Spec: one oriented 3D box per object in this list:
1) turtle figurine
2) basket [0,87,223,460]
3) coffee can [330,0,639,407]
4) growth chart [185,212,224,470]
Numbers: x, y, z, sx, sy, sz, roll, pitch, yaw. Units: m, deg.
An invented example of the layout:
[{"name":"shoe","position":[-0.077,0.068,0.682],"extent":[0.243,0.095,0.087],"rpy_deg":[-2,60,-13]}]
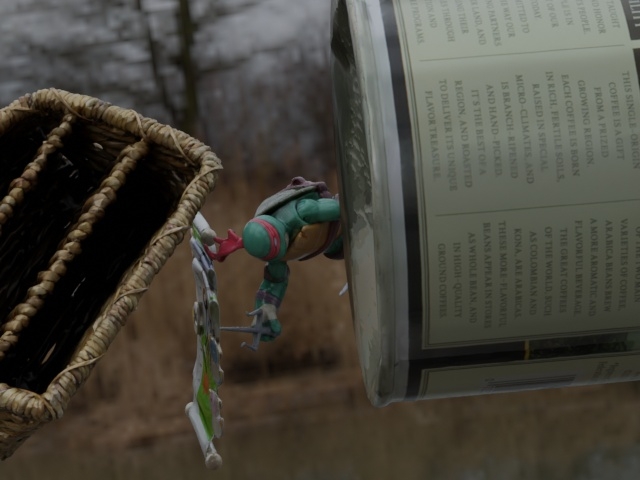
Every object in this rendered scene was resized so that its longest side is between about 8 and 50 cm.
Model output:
[{"name":"turtle figurine","position":[0.000,0.000,1.686],"extent":[0.175,0.118,0.234],"rpy_deg":[-35,-8,36]},{"name":"basket","position":[-0.261,0.008,1.668],"extent":[0.299,0.213,0.223],"rpy_deg":[-57,8,-24]},{"name":"coffee can","position":[0.150,-0.036,0.867],"extent":[0.275,0.201,0.201],"rpy_deg":[-5,2,-4]},{"name":"growth chart","position":[-0.111,0.087,1.821],"extent":[0.021,0.237,0.172],"rpy_deg":[-2,8,-11]}]
